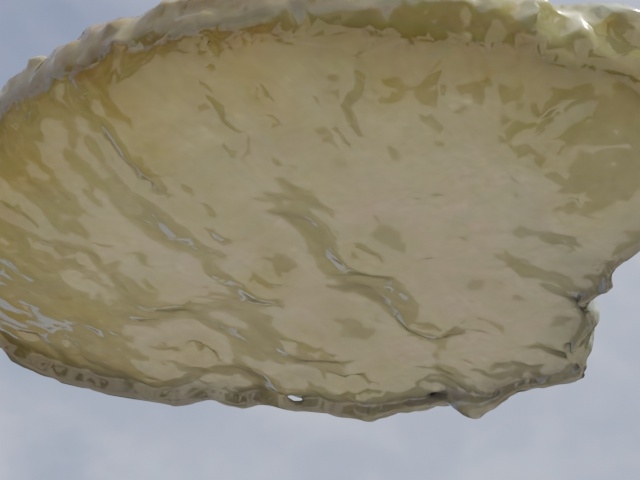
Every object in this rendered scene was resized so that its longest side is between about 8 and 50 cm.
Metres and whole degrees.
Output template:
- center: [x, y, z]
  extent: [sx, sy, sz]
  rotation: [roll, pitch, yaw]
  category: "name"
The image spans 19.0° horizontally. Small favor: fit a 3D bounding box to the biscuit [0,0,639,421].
- center: [0.000, 0.000, 0.528]
  extent: [0.265, 0.040, 0.188]
  rotation: [-20, -43, 40]
  category: "biscuit"
